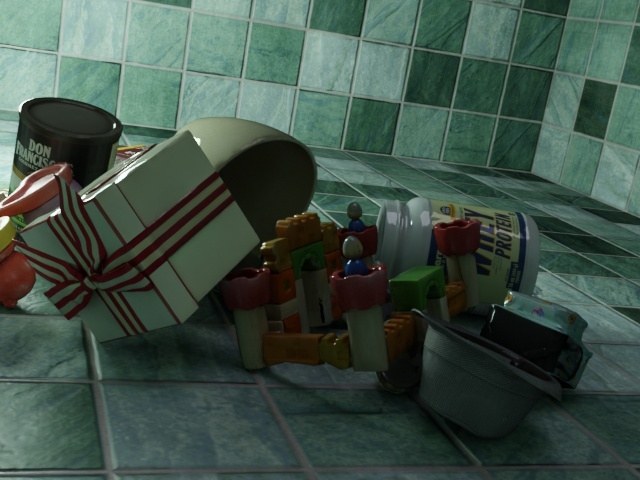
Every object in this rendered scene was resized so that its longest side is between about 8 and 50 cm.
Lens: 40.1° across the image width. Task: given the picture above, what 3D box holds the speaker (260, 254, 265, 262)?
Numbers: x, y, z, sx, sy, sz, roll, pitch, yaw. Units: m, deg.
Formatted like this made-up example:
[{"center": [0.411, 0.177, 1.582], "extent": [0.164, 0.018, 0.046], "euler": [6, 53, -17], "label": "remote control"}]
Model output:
[{"center": [-0.066, 0.043, 1.971], "extent": [0.136, 0.055, 0.055], "euler": [-4, 19, -42], "label": "speaker"}]

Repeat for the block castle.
[{"center": [0.064, 0.056, 1.497], "extent": [0.303, 0.212, 0.453], "euler": [-3, 11, 32], "label": "block castle"}]

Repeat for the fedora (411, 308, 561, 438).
[{"center": [0.228, 0.212, 1.310], "extent": [0.244, 0.124, 0.275], "euler": [29, 4, 35], "label": "fedora"}]

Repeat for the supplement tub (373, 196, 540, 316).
[{"center": [0.280, 0.034, 1.874], "extent": [0.325, 0.235, 0.235], "euler": [9, 14, -3], "label": "supplement tub"}]

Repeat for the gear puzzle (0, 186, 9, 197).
[{"center": [-0.740, -0.083, 2.050], "extent": [0.339, 0.044, 0.175], "euler": [12, 16, 19], "label": "gear puzzle"}]

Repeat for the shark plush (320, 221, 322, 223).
[{"center": [0.000, 0.000, 2.156], "extent": [0.073, 0.067, 0.161], "euler": [9, 14, -2], "label": "shark plush"}]

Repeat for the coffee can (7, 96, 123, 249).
[{"center": [-0.531, -0.128, 1.798], "extent": [0.202, 0.275, 0.201], "euler": [15, 25, -7], "label": "coffee can"}]

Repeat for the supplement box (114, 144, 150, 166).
[{"center": [-0.463, -0.175, 2.404], "extent": [0.194, 0.129, 0.191], "euler": [15, 15, 17], "label": "supplement box"}]

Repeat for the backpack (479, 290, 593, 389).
[{"center": [0.380, 0.178, 1.515], "extent": [0.166, 0.144, 0.188], "euler": [18, -17, 41], "label": "backpack"}]

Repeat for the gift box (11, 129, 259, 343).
[{"center": [-0.303, -0.008, 1.365], "extent": [0.255, 0.276, 0.258], "euler": [-23, 18, 44], "label": "gift box"}]

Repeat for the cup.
[{"center": [-0.206, -0.139, 1.906], "extent": [0.331, 0.331, 0.237], "euler": [-5, 39, -45], "label": "cup"}]

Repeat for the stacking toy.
[{"center": [-0.569, 0.003, 1.598], "extent": [0.280, 0.130, 0.309], "euler": [-12, 30, 35], "label": "stacking toy"}]

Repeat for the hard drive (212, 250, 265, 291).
[{"center": [-0.253, 0.030, 1.671], "extent": [0.339, 0.064, 0.237], "euler": [16, -15, 23], "label": "hard drive"}]

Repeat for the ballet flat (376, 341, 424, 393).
[{"center": [0.137, 0.204, 1.496], "extent": [0.084, 0.058, 0.250], "euler": [26, 20, 1], "label": "ballet flat"}]
